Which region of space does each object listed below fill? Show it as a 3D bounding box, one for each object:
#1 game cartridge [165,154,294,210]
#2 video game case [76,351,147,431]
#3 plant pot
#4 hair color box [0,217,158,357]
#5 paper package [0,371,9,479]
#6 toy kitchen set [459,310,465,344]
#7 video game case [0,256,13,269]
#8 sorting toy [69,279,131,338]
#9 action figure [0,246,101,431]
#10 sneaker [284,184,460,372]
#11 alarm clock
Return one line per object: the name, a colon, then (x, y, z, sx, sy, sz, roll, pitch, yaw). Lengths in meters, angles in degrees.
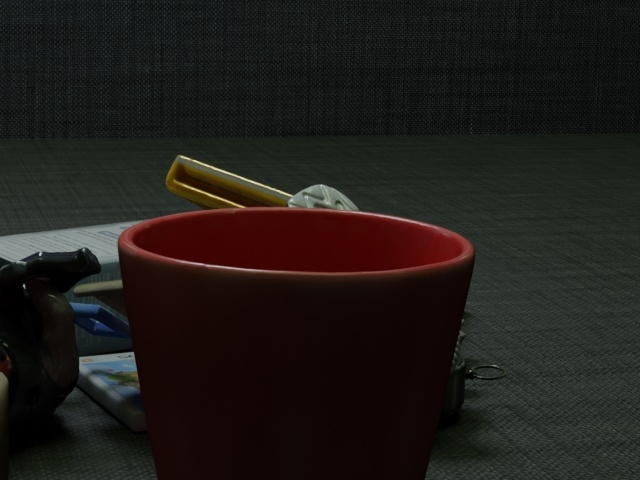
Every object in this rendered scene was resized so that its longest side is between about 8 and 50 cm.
game cartridge: (0.000, 0.000, 1.888, 0.285, 0.052, 0.324, 20, -6, 26)
video game case: (-0.139, 0.147, 1.595, 0.193, 0.023, 0.212, -4, 13, -27)
plant pot: (-0.021, 0.114, 1.208, 0.275, 0.243, 0.275, 2, 10, 0)
hair color box: (-0.256, 0.054, 1.823, 0.374, 0.113, 0.185, -8, 16, -39)
paper package: (-0.368, 0.196, 0.946, 0.309, 0.168, 0.325, 2, 12, 3)
toy kitchen set: (0.041, 0.095, 1.694, 0.207, 0.122, 0.166, 28, 12, 1)
video game case: (-0.423, 0.069, 1.512, 0.274, 0.026, 0.196, -19, -19, 15)
sorting toy: (-0.112, 0.068, 1.482, 0.196, 0.047, 0.348, 31, -23, -33)
action figure: (-0.353, 0.144, 1.399, 0.341, 0.178, 0.330, -26, -6, 22)
sneaker: (0.033, 0.074, 1.521, 0.235, 0.153, 0.094, 43, 50, 17)
alarm clock: (0.098, 0.142, 1.548, 0.192, 0.064, 0.129, -5, 12, -18)
